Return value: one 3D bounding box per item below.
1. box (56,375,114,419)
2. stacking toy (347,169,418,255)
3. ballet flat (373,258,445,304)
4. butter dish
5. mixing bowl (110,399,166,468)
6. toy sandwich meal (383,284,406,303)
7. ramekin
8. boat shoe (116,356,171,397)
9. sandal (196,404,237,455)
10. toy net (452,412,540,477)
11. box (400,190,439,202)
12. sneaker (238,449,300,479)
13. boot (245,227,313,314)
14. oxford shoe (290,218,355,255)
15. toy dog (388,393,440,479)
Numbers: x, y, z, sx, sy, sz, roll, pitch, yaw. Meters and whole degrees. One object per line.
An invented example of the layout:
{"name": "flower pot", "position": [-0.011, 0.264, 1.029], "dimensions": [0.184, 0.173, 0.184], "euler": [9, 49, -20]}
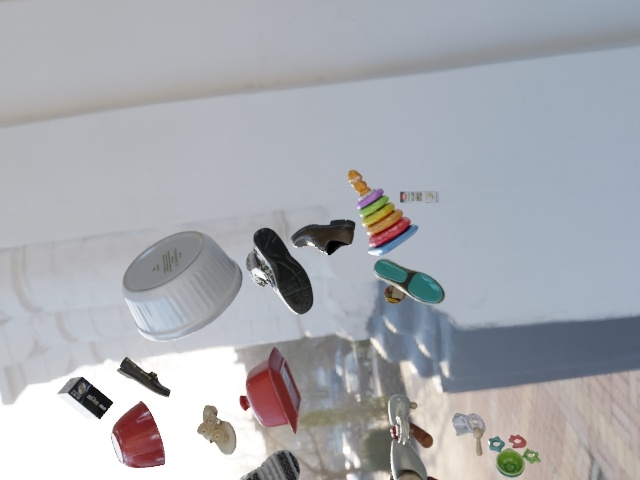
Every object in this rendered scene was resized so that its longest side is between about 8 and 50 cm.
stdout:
{"name": "box", "position": [-0.819, 0.548, 2.359], "dimensions": [0.147, 0.077, 0.180], "euler": [45, 148, -15]}
{"name": "stacking toy", "position": [0.182, -0.112, 2.303], "dimensions": [0.301, 0.166, 0.175], "euler": [57, 164, -5]}
{"name": "ballet flat", "position": [0.272, 0.128, 2.037], "dimensions": [0.248, 0.086, 0.086], "euler": [31, 148, 30]}
{"name": "butter dish", "position": [-0.115, 0.325, 1.427], "dimensions": [0.160, 0.118, 0.159], "euler": [-73, -37, -82]}
{"name": "mixing bowl", "position": [-0.482, 0.518, 1.758], "dimensions": [0.181, 0.098, 0.181], "euler": [31, 130, 47]}
{"name": "toy sandwich meal", "position": [0.275, 0.197, 2.523], "dimensions": [0.029, 0.086, 0.085], "euler": [48, -148, -64]}
{"name": "ramekin", "position": [-0.326, 0.091, 1.548], "dimensions": [0.272, 0.273, 0.127], "euler": [-97, -18, -57]}
{"name": "boat shoe", "position": [-0.662, 0.522, 2.584], "dimensions": [0.068, 0.228, 0.081], "euler": [-61, 2, -12]}
{"name": "sandal", "position": [-0.308, 0.520, 1.870], "dimensions": [0.240, 0.079, 0.088], "euler": [25, 102, 62]}
{"name": "toy net", "position": [0.431, 0.493, 1.704], "dimensions": [0.232, 0.122, 0.045], "euler": [39, 152, 40]}
{"name": "box", "position": [0.322, -0.138, 2.187], "dimensions": [0.207, 0.114, 0.036], "euler": [-11, -79, -78]}
{"name": "sneaker", "position": [-0.166, 0.686, 1.950], "dimensions": [0.292, 0.118, 0.110], "euler": [-5, -113, -58]}
{"name": "boot", "position": [-0.109, 0.095, 1.732], "dimensions": [0.236, 0.085, 0.178], "euler": [59, 157, 9]}
{"name": "oxford shoe", "position": [0.000, 0.000, 2.089], "dimensions": [0.083, 0.227, 0.096], "euler": [27, -121, -49]}
{"name": "toy dog", "position": [0.307, 0.674, 2.183], "dimensions": [0.220, 0.161, 0.333], "euler": [-124, 34, -75]}
